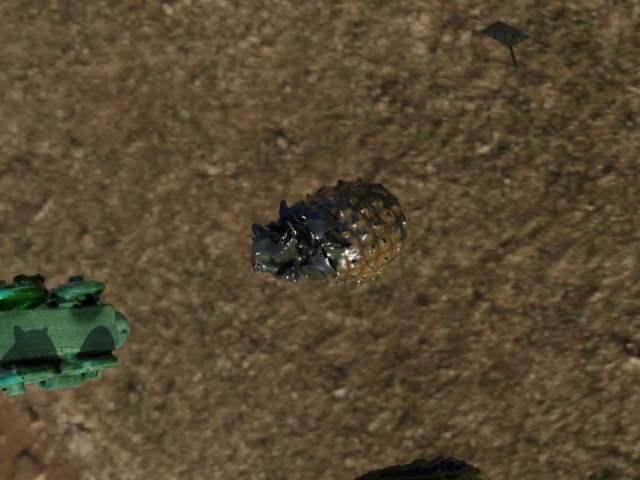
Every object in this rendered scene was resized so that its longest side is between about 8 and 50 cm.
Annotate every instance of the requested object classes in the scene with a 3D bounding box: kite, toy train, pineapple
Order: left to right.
[{"bbox_3d":[-0.202,0.063,0.843,0.104,0.178,0.071,-17,80,39],"label":"toy train"},{"bbox_3d":[0.000,0.000,1.310,0.108,0.197,0.108,7,103,34],"label":"pineapple"},{"bbox_3d":[0.163,-0.178,1.247,0.044,0.078,0.002,19,127,7],"label":"kite"}]

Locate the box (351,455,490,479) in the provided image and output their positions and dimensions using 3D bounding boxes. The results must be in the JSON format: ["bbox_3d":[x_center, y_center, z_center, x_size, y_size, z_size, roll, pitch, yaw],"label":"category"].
[{"bbox_3d":[0.123,0.211,0.408,0.345,0.134,0.097,43,109,32],"label":"box"}]
